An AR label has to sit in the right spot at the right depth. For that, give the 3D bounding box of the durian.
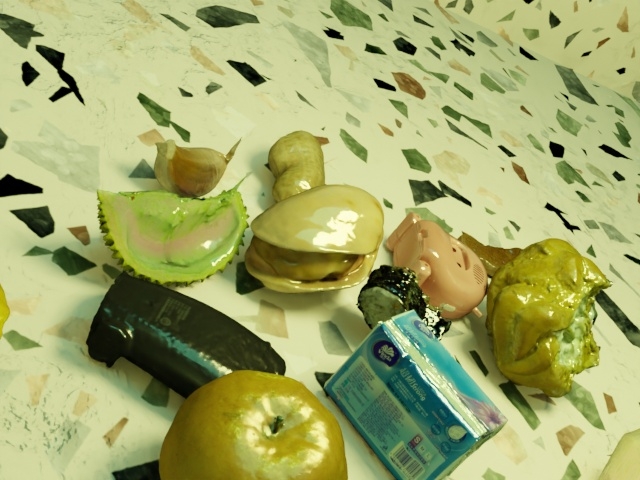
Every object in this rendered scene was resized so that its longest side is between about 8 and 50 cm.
[{"bbox_3d":[-0.260,-0.017,1.564,0.355,0.169,0.157,-11,52,-50],"label":"durian"}]

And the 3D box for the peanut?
[{"bbox_3d":[-0.057,-0.153,1.950,0.137,0.122,0.253,17,43,-25],"label":"peanut"}]

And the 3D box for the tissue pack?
[{"bbox_3d":[0.167,0.291,1.532,0.146,0.198,0.263,-13,57,-51],"label":"tissue pack"}]

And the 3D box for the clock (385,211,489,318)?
[{"bbox_3d":[0.289,0.066,1.966,0.241,0.142,0.227,25,35,-21],"label":"clock"}]

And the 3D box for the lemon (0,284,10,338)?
[{"bbox_3d":[-0.544,0.109,1.118,0.233,0.233,0.288,38,41,4],"label":"lemon"}]

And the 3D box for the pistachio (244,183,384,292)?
[{"bbox_3d":[0.000,0.000,1.724,0.321,0.229,0.238,-15,32,-40],"label":"pistachio"}]

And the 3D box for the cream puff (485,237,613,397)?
[{"bbox_3d":[0.465,0.164,1.897,0.269,0.323,0.274,-11,20,-27],"label":"cream puff"}]

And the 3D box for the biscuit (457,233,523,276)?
[{"bbox_3d":[0.487,0.074,2.206,0.319,0.047,0.183,23,34,-18],"label":"biscuit"}]

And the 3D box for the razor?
[{"bbox_3d":[-0.217,0.180,1.418,0.326,0.107,0.189,30,33,-7],"label":"razor"}]

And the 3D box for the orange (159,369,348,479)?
[{"bbox_3d":[-0.097,0.328,1.235,0.279,0.235,0.279,13,43,-12],"label":"orange"}]

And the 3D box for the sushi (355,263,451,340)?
[{"bbox_3d":[0.172,0.149,1.707,0.115,0.147,0.213,-47,114,-43],"label":"sushi"}]

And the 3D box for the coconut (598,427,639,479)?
[{"bbox_3d":[0.659,0.500,1.699,0.224,0.234,0.224,35,1,-1],"label":"coconut"}]

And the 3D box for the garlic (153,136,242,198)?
[{"bbox_3d":[-0.253,-0.154,1.770,0.198,0.129,0.090,-5,35,-40],"label":"garlic"}]
